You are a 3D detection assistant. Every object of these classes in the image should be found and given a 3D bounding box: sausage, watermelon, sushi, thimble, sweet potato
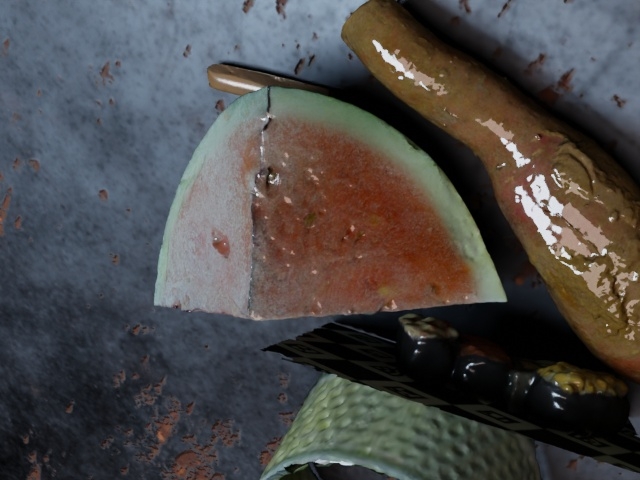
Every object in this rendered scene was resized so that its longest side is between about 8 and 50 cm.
[{"bbox_3d":[-0.044,-0.128,0.783,0.116,0.026,0.026,16,125,16],"label":"sausage"},{"bbox_3d":[0.000,0.000,0.760,0.260,0.176,0.256,1,140,-13],"label":"watermelon"},{"bbox_3d":[0.121,0.095,0.738,0.290,0.264,0.050,16,93,13],"label":"sushi"},{"bbox_3d":[0.072,0.258,0.889,0.271,0.150,0.270,12,124,18],"label":"thimble"},{"bbox_3d":[0.170,-0.040,0.690,0.109,0.109,0.385,-37,93,37],"label":"sweet potato"}]
